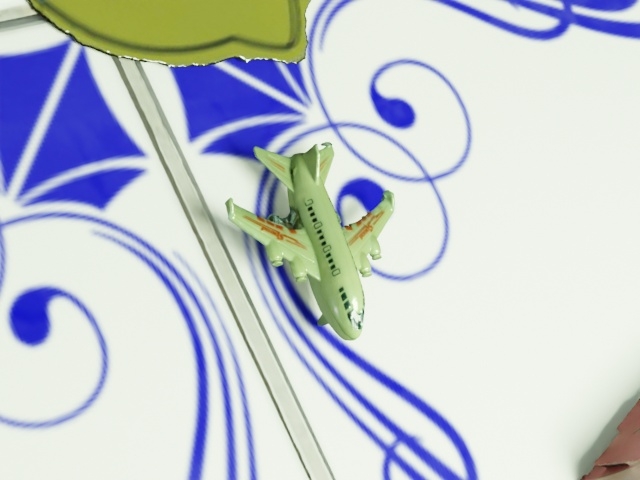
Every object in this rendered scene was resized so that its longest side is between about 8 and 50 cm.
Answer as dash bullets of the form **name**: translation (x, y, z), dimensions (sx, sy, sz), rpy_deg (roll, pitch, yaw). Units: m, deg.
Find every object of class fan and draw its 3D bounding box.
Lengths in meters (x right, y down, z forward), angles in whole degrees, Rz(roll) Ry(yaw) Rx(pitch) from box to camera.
- **fan**: translation (-0.117, -0.228, 0.757), dimensions (0.335, 0.011, 0.229), rpy_deg (51, 53, -4)

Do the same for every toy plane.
- **toy plane**: translation (0.000, 0.000, 0.708), dimensions (0.102, 0.040, 0.111), rpy_deg (-5, 73, -31)

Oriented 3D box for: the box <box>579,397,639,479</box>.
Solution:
- **box**: translation (0.226, 0.153, 0.766), dimensions (0.111, 0.060, 0.156), rpy_deg (-39, 91, -35)
